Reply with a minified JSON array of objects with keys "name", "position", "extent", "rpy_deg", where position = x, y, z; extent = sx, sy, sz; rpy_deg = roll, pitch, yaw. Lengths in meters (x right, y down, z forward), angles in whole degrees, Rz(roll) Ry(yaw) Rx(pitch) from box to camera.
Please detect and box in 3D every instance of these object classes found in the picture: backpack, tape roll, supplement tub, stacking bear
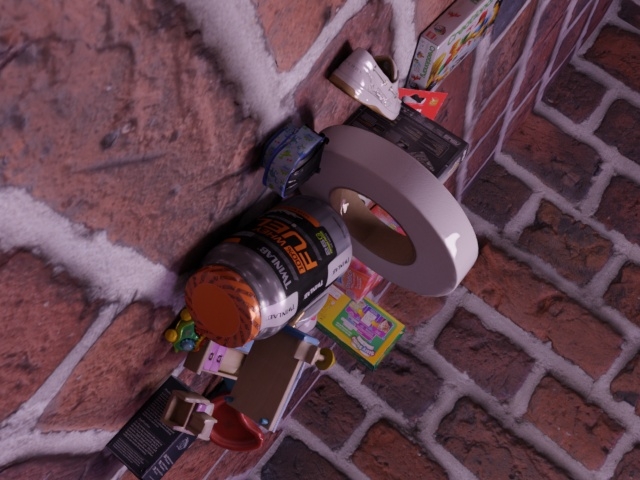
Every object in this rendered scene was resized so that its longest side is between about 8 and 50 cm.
[{"name":"backpack","position":[-0.053,-0.136,1.328],"extent":[0.114,0.084,0.105],"rpy_deg":[-49,167,-35]},{"name":"tape roll","position":[0.117,-0.048,1.470],"extent":[0.072,0.392,0.392],"rpy_deg":[-48,166,-20]},{"name":"supplement tub","position":[-0.094,0.056,1.451],"extent":[0.316,0.193,0.194],"rpy_deg":[-39,161,-47]},{"name":"stacking bear","position":[-0.197,0.429,2.149],"extent":[0.164,0.175,0.289],"rpy_deg":[-24,-166,29]}]

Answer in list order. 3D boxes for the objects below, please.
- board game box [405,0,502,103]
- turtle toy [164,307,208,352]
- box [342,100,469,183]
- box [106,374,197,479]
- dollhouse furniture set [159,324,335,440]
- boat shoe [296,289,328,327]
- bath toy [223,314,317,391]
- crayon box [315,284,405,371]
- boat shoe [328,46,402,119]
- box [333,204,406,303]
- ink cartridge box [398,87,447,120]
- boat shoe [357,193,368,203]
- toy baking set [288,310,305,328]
[{"name":"board game box","position":[0.313,-0.472,1.772],"extent":[0.305,0.053,0.193],"rpy_deg":[-47,165,-24]},{"name":"turtle toy","position":[-0.239,0.168,1.518],"extent":[0.130,0.066,0.095],"rpy_deg":[-52,167,-2]},{"name":"box","position":[0.158,-0.187,1.591],"extent":[0.183,0.231,0.056],"rpy_deg":[-48,162,-23]},{"name":"box","position":[-0.347,0.421,1.711],"extent":[0.207,0.108,0.153],"rpy_deg":[-48,165,-22]},{"name":"dollhouse furniture set","position":[-0.111,0.303,1.563],"extent":[0.198,0.303,0.287],"rpy_deg":[28,83,-47]},{"name":"boat shoe","position":[-0.127,0.202,1.929],"extent":[0.335,0.121,0.119],"rpy_deg":[-32,166,-28]},{"name":"bath toy","position":[-0.115,0.264,2.062],"extent":[0.348,0.151,0.129],"rpy_deg":[-46,144,-45]},{"name":"crayon box","position":[0.108,0.260,2.460],"extent":[0.165,0.278,0.081],"rpy_deg":[-48,165,-18]},{"name":"boat shoe","position":[0.109,-0.294,1.443],"extent":[0.096,0.098,0.277],"rpy_deg":[-55,165,13]},{"name":"box","position":[0.151,0.022,2.278],"extent":[0.300,0.154,0.142],"rpy_deg":[-39,161,-41]},{"name":"ink cartridge box","position":[0.184,-0.236,1.771],"extent":[0.180,0.056,0.225],"rpy_deg":[-2,137,-33]},{"name":"boat shoe","position":[0.064,-0.091,1.844],"extent":[0.069,0.081,0.227],"rpy_deg":[-58,169,5]},{"name":"toy baking set","position":[-0.143,0.192,1.788],"extent":[0.256,0.030,0.197],"rpy_deg":[-54,129,-13]}]
